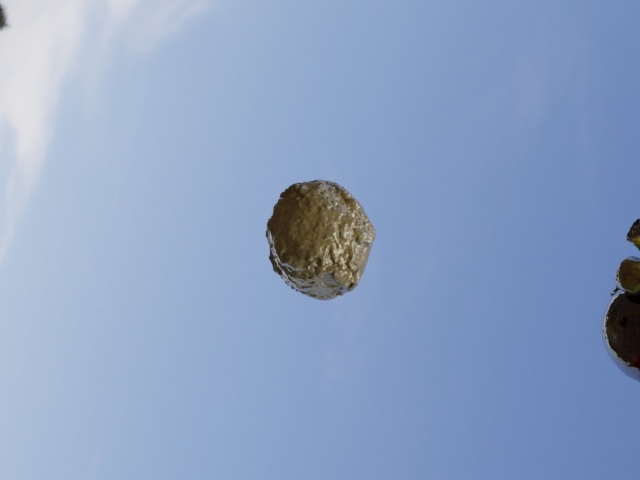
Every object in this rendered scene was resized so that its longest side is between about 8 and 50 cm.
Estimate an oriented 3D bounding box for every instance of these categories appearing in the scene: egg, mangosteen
[{"bbox_3d":[0.000,0.000,1.066,0.118,0.116,0.140,-40,-117,48],"label":"egg"},{"bbox_3d":[0.384,0.067,1.058,0.156,0.145,0.182,-1,-92,55],"label":"mangosteen"}]
